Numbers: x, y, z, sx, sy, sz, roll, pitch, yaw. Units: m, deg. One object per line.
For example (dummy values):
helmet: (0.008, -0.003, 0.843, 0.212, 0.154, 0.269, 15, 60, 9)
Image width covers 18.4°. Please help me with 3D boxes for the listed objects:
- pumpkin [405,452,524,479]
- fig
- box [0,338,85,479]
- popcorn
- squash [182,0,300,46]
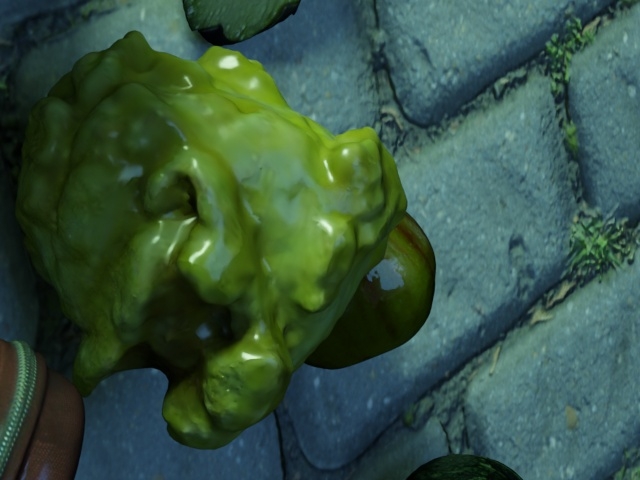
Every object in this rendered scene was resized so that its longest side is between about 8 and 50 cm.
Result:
pumpkin: (0.119, 0.273, 1.668, 0.190, 0.146, 0.190, -12, 90, -81)
fig: (0.015, 0.003, 1.532, 0.148, 0.142, 0.186, -84, 167, -55)
box: (-0.249, 0.244, 1.096, 0.108, 0.263, 0.404, 24, 62, -17)
popcorn: (-0.091, -0.014, 1.346, 0.250, 0.235, 0.242, 37, 46, 0)
squash: (-0.068, -0.245, 1.495, 0.192, 0.085, 0.184, -22, 137, -48)
